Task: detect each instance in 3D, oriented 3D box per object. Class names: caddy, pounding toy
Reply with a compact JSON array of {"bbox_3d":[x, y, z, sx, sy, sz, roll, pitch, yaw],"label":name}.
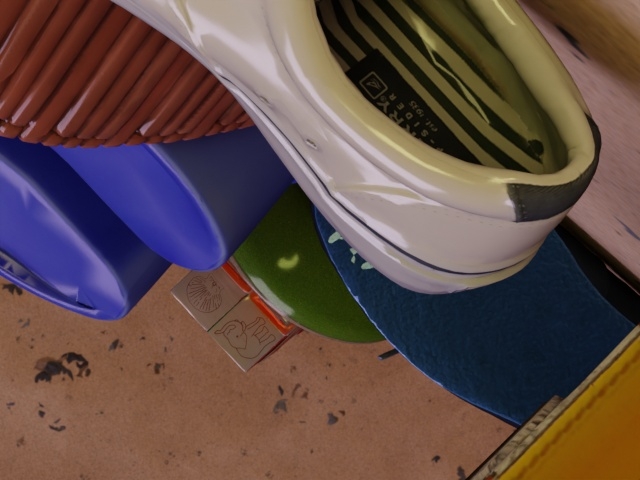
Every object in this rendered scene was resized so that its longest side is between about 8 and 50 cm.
[{"bbox_3d":[-0.136,-0.121,0.795,0.341,0.179,0.241,41,149,-16],"label":"caddy"},{"bbox_3d":[0.016,-0.054,1.125,0.183,0.110,0.237,-19,-108,-45],"label":"pounding toy"}]

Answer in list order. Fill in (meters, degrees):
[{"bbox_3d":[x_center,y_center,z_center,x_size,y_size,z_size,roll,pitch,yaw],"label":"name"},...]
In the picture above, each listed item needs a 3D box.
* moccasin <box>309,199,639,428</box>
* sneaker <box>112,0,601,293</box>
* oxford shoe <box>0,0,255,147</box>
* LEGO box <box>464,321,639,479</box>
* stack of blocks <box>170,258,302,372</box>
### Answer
[{"bbox_3d":[0.130,0.061,0.994,0.342,0.137,0.117,41,-175,-6],"label":"moccasin"},{"bbox_3d":[-0.016,-0.097,0.461,0.258,0.094,0.091,43,152,-2],"label":"sneaker"},{"bbox_3d":[-0.138,-0.139,0.576,0.397,0.140,0.146,13,-139,-43],"label":"oxford shoe"},{"bbox_3d":[0.229,0.264,0.580,0.500,0.193,0.372,45,167,10],"label":"LEGO box"},{"bbox_3d":[0.000,0.000,1.323,0.087,0.171,0.297,47,-170,3],"label":"stack of blocks"}]
